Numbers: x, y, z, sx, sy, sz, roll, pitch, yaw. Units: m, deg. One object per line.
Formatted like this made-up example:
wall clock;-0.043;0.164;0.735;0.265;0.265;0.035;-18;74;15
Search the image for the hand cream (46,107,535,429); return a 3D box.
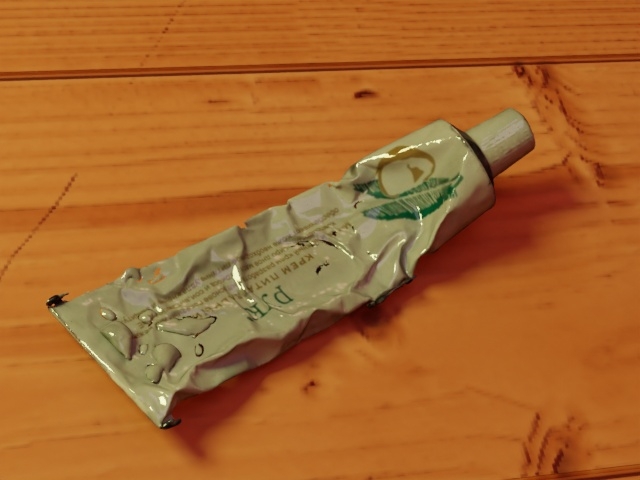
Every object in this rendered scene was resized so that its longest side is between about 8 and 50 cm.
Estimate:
hand cream;0.000;0.002;0.841;0.257;0.050;0.084;-31;68;-25
